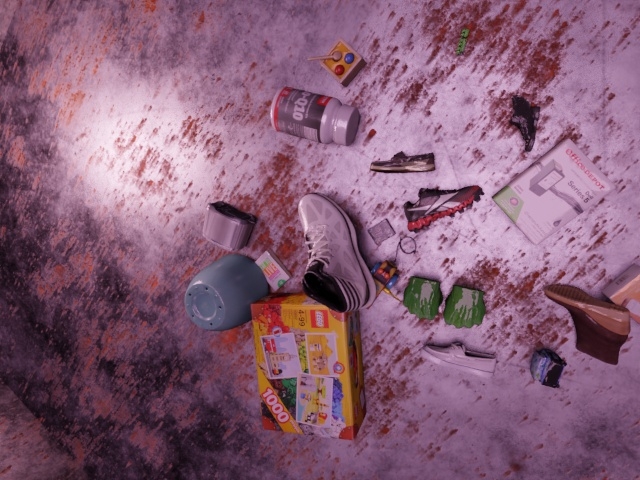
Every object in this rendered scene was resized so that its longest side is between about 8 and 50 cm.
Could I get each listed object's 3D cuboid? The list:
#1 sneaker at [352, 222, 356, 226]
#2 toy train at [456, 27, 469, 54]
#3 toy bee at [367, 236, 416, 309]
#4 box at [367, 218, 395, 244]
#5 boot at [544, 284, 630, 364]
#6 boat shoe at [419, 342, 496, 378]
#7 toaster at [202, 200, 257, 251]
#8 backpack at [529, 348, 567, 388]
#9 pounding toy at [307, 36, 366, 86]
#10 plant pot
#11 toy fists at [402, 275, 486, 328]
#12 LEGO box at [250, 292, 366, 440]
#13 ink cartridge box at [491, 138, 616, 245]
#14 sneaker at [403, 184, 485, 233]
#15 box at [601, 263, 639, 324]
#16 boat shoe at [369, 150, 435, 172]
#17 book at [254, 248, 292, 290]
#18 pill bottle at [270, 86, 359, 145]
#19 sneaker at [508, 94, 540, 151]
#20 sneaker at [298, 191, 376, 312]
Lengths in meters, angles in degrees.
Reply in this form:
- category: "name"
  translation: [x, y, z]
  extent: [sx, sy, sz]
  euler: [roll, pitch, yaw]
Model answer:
- category: "sneaker"
  translation: [0.000, 0.000, 1.585]
  extent: [0.151, 0.094, 0.256]
  euler: [38, 99, 5]
- category: "toy train"
  translation: [0.462, -0.644, 1.373]
  extent: [0.023, 0.017, 0.084]
  euler: [15, 103, 6]
- category: "toy bee"
  translation: [0.209, 0.125, 1.499]
  extent: [0.195, 0.162, 0.299]
  euler: [15, 103, 18]
- category: "box"
  translation: [0.223, -0.031, 1.545]
  extent: [0.083, 0.018, 0.067]
  euler: [-34, 87, 20]
- category: "boot"
  translation: [0.827, 0.267, 1.340]
  extent: [0.248, 0.090, 0.207]
  euler: [23, 130, 43]
- category: "boat shoe"
  translation: [0.485, 0.403, 1.489]
  extent: [0.257, 0.095, 0.084]
  euler: [14, 98, 6]
- category: "toaster"
  translation: [-0.364, -0.053, 1.688]
  extent: [0.226, 0.129, 0.147]
  euler: [25, 109, 12]
- category: "backpack"
  translation: [0.738, 0.411, 1.382]
  extent: [0.084, 0.114, 0.105]
  euler: [15, 100, 17]
- category: "pounding toy"
  translation: [0.057, -0.624, 1.470]
  extent: [0.141, 0.100, 0.130]
  euler: [46, 109, 7]
- category: "plant pot"
  translation: [-0.388, 0.223, 1.665]
  extent: [0.292, 0.235, 0.294]
  euler: [5, 104, 21]
- category: "toy fists"
  translation: [0.428, 0.218, 1.474]
  extent: [0.278, 0.096, 0.143]
  euler: [12, 92, 19]
- category: "LEGO box"
  translation: [-0.040, 0.461, 1.615]
  extent: [0.371, 0.193, 0.501]
  euler: [-3, 97, 20]
- category: "ink cartridge box"
  translation: [0.709, -0.148, 1.309]
  extent: [0.273, 0.114, 0.198]
  euler: [-43, 83, 19]
- category: "sneaker"
  translation: [0.403, -0.134, 1.425]
  extent: [0.275, 0.097, 0.135]
  euler: [-25, 92, 22]
- category: "box"
  translation: [0.981, 0.179, 1.277]
  extent: [0.170, 0.091, 0.130]
  euler: [43, 109, 9]
- category: "boat shoe"
  translation: [0.283, -0.272, 1.462]
  extent: [0.223, 0.080, 0.074]
  euler: [2, 93, 13]
- category: "book"
  translation: [-0.194, 0.120, 1.707]
  extent: [0.096, 0.035, 0.144]
  euler: [-44, 84, 24]
- category: "pill bottle"
  translation: [-0.018, -0.434, 1.492]
  extent: [0.283, 0.161, 0.162]
  euler: [18, 103, 16]
- category: "sneaker"
  translation: [0.638, -0.370, 1.338]
  extent: [0.089, 0.051, 0.171]
  euler: [10, 96, 17]
- category: "sneaker"
  translation: [0.016, 0.029, 1.383]
  extent: [0.169, 0.257, 0.448]
  euler: [-34, 76, 25]
